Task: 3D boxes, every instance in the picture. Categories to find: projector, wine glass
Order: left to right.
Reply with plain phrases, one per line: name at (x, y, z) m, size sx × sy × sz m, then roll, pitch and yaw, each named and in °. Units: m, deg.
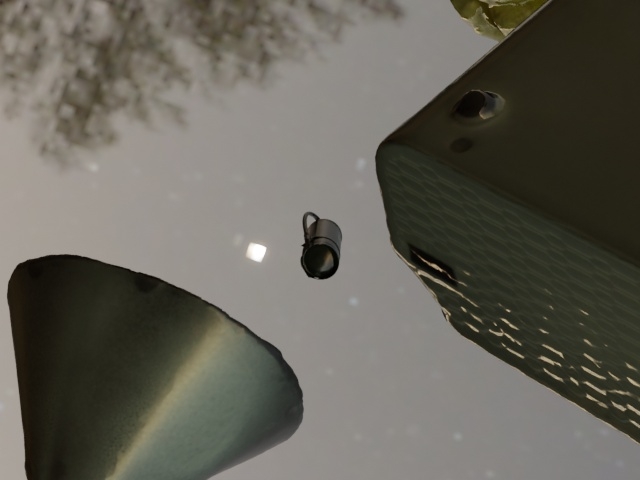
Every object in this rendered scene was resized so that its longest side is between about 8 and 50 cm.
wine glass at (-0.212, 0.245, 1.477) m, size 0.267 × 0.267 × 0.406 m, roll -28°, pitch -150°, yaw 56°
projector at (0.174, -0.016, 0.660) m, size 0.250 × 0.108 × 0.198 m, roll 32°, pitch -120°, yaw 35°

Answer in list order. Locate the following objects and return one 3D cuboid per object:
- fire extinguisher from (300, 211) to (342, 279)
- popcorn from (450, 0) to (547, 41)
fire extinguisher at (0.000, 0.000, 1.269) m, size 0.025 × 0.038 × 0.083 m, roll -29°, pitch -169°, yaw 10°
popcorn at (0.174, -0.267, 1.481) m, size 0.195 × 0.255 × 0.256 m, roll 85°, pitch 3°, yaw -58°
